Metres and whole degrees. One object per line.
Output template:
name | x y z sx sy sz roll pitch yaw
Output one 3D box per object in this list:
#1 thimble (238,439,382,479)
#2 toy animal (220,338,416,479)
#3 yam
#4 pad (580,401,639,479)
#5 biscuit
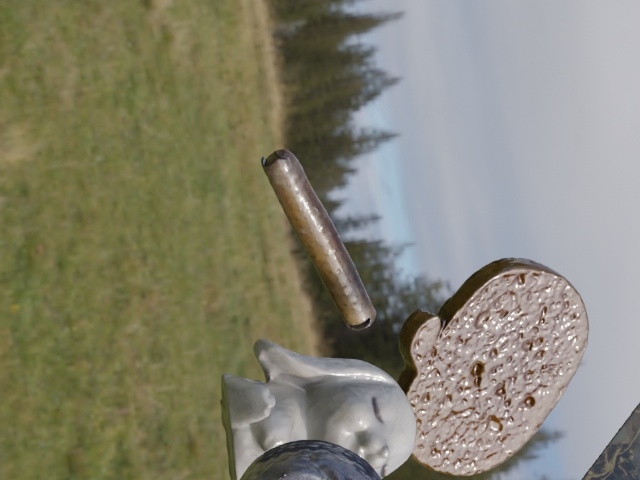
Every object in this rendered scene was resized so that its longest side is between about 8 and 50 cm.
thimble | -0.026 0.345 1.443 0.205 0.236 0.172 51 2 2
toy animal | -0.001 0.260 1.762 0.206 0.265 0.271 -134 -144 -72
yam | 0.000 0.000 1.482 0.046 0.046 0.264 -96 163 -56
pad | 0.342 0.326 1.243 0.248 0.367 0.007 38 -28 15
biscuit | 0.263 0.202 2.102 0.350 0.394 0.070 33 9 -31
